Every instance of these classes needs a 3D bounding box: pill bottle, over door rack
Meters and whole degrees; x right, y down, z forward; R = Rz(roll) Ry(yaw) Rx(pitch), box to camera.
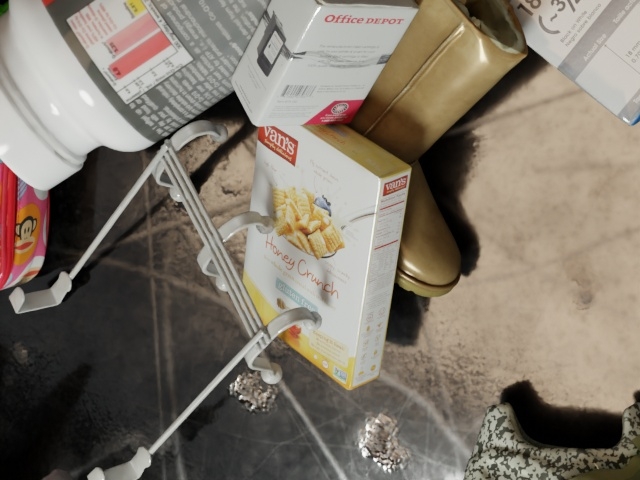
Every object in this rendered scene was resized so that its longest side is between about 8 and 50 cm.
[{"bbox_3d":[-0.159,-0.213,1.583,0.363,0.210,0.210,-33,88,7],"label":"pill bottle"},{"bbox_3d":[-0.151,0.066,1.688,0.324,0.108,0.239,-41,66,33],"label":"over door rack"}]

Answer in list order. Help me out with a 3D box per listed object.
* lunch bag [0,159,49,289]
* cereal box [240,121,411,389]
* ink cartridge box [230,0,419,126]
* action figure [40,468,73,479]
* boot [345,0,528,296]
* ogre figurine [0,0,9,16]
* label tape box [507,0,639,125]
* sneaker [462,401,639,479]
[{"bbox_3d":[-0.431,-0.048,1.783,0.293,0.120,0.258,8,104,19],"label":"lunch bag"},{"bbox_3d":[0.000,0.000,1.613,0.173,0.047,0.240,35,131,38],"label":"cereal box"},{"bbox_3d":[0.002,-0.175,1.502,0.150,0.109,0.063,-58,48,40],"label":"ink cartridge box"},{"bbox_3d":[-0.473,0.285,1.809,0.341,0.178,0.330,39,102,4],"label":"action figure"},{"bbox_3d":[0.104,-0.101,1.559,0.236,0.089,0.269,48,134,6],"label":"boot"},{"bbox_3d":[-0.277,-0.279,1.711,0.197,0.097,0.118,16,122,30],"label":"ogre figurine"},{"bbox_3d":[0.234,-0.300,1.535,0.333,0.106,0.240,41,107,8],"label":"label tape box"},{"bbox_3d":[0.314,0.246,1.586,0.410,0.158,0.182,10,84,11],"label":"sneaker"}]
